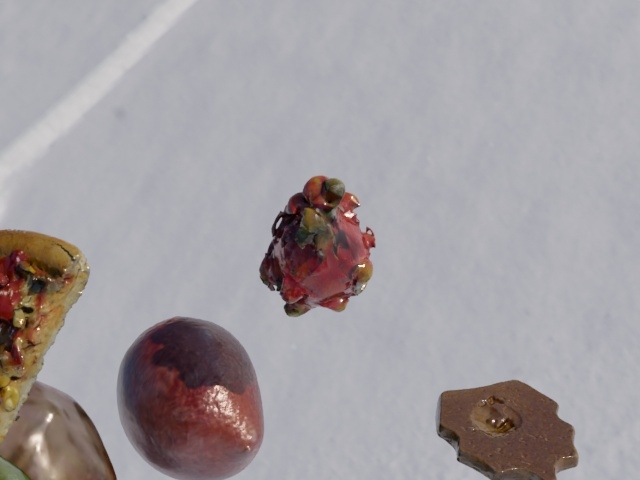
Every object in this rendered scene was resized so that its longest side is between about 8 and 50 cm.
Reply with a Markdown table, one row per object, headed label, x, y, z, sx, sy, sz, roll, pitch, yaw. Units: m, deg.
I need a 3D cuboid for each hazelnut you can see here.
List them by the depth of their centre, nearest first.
| label | x | y | z | sx | sy | sz | roll | pitch | yaw |
| --- | --- | --- | --- | --- | --- | --- | --- | --- | --- |
| hazelnut | -0.423 | 0.321 | 1.744 | 0.372 | 0.372 | 0.315 | -24 | 20 | 25 |

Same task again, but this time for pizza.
| label | x | y | z | sx | sy | sz | roll | pitch | yaw |
| --- | --- | --- | --- | --- | --- | --- | --- | --- | --- |
| pizza | -0.279 | 0.081 | 1.144 | 0.201 | 0.053 | 0.193 | -16 | 70 | 21 |

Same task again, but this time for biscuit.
| label | x | y | z | sx | sy | sz | roll | pitch | yaw |
| --- | --- | --- | --- | --- | --- | --- | --- | --- | --- |
| biscuit | 0.256 | 0.266 | 1.840 | 0.182 | 0.034 | 0.215 | -8 | 33 | -19 |

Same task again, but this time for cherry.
| label | x | y | z | sx | sy | sz | roll | pitch | yaw |
| --- | --- | --- | --- | --- | --- | --- | --- | --- | --- |
| cherry | -0.183 | 0.235 | 1.928 | 0.206 | 0.239 | 0.239 | 0 | 34 | -5 |

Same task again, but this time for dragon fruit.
| label | x | y | z | sx | sy | sz | roll | pitch | yaw |
| --- | --- | --- | --- | --- | --- | --- | --- | --- | --- |
| dragon fruit | 0.000 | 0.000 | 1.667 | 0.133 | 0.208 | 0.150 | -22 | 54 | -28 |

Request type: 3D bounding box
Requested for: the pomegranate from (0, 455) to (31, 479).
| label | x | y | z | sx | sy | sz | roll | pitch | yaw |
| --- | --- | --- | --- | --- | --- | --- | --- | --- | --- |
| pomegranate | -0.393 | 0.312 | 1.465 | 0.179 | 0.179 | 0.210 | -63 | 7 | -34 |
